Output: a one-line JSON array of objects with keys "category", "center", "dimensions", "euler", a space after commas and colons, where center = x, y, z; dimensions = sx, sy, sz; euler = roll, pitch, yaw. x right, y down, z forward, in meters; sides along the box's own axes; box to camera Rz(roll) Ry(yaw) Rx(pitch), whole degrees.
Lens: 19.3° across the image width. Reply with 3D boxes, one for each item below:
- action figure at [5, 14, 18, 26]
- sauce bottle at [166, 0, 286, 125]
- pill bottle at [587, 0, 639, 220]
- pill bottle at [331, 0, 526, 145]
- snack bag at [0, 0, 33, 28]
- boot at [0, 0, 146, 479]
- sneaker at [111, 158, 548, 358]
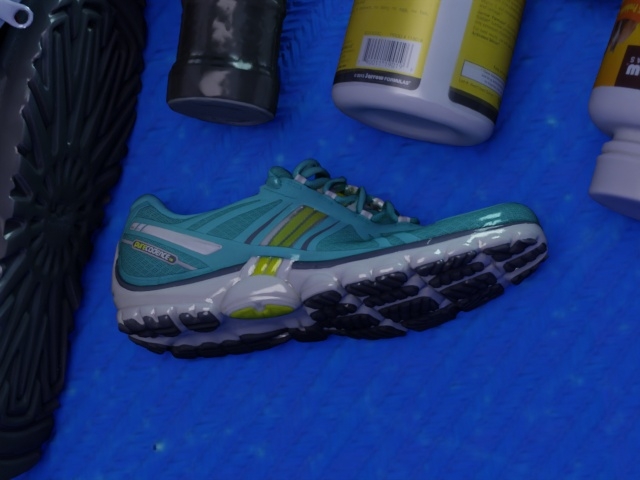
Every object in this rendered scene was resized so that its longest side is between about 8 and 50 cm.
[{"category": "action figure", "center": [-0.235, -0.145, 1.133], "dimensions": [0.115, 0.030, 0.038], "euler": [23, 77, 30]}, {"category": "sauce bottle", "center": [-0.042, -0.247, 1.196], "dimensions": [0.111, 0.111, 0.344], "euler": [3, 80, 15]}, {"category": "pill bottle", "center": [0.229, -0.115, 1.097], "dimensions": [0.117, 0.117, 0.215], "euler": [18, 85, 17]}, {"category": "pill bottle", "center": [0.076, -0.157, 1.153], "dimensions": [0.103, 0.103, 0.184], "euler": [13, 84, 17]}, {"category": "snack bag", "center": [-0.295, -0.191, 1.140], "dimensions": [0.323, 0.037, 0.342], "euler": [35, 88, 32]}, {"category": "boot", "center": [-0.365, -0.062, 1.243], "dimensions": [0.445, 0.146, 0.367], "euler": [12, 82, 20]}, {"category": "sneaker", "center": [0.000, 0.000, 1.151], "dimensions": [0.275, 0.107, 0.110], "euler": [-6, 70, 14]}]
